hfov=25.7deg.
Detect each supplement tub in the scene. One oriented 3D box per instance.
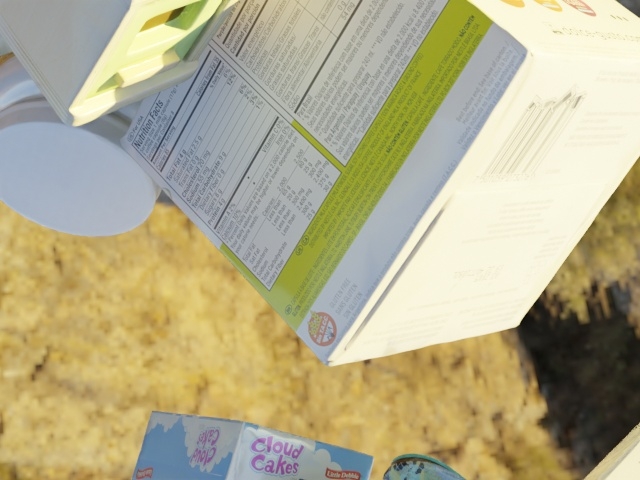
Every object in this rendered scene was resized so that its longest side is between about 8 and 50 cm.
[{"bbox_3d":[-0.246,-0.185,1.585,0.228,0.316,0.228,7,144,5],"label":"supplement tub"}]

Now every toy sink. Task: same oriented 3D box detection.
[{"bbox_3d":[-0.173,-0.194,1.175,0.153,0.131,0.234,-28,169,-42],"label":"toy sink"}]

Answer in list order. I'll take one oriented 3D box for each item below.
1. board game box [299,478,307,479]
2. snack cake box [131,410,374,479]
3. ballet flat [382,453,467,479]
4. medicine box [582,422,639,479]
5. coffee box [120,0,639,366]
[{"bbox_3d":[0.007,0.338,1.342,0.136,0.201,0.035,19,-171,-24],"label":"board game box"},{"bbox_3d":[-0.078,0.241,1.466,0.152,0.089,0.264,21,167,-24],"label":"snack cake box"},{"bbox_3d":[0.095,0.215,0.968,0.070,0.070,0.188,-17,138,21],"label":"ballet flat"},{"bbox_3d":[0.308,0.249,1.248,0.289,0.149,0.263,-41,167,-14],"label":"medicine box"},{"bbox_3d":[0.082,-0.130,1.348,0.337,0.334,0.338,-5,133,-52],"label":"coffee box"}]
